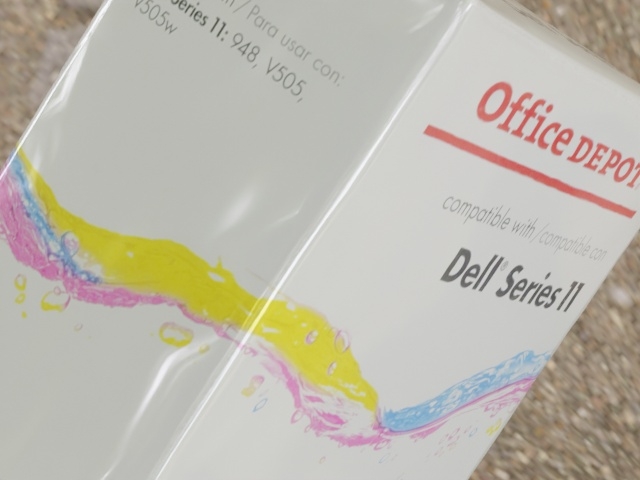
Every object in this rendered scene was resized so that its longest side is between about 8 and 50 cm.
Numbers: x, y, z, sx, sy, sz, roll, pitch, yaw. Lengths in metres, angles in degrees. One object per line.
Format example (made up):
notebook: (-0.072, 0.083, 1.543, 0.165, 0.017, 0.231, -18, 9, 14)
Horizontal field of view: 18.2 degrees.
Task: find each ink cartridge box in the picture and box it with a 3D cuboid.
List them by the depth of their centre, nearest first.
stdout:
ink cartridge box: (0.000, 0.000, 0.688, 0.119, 0.207, 0.353, 39, 102, 30)
